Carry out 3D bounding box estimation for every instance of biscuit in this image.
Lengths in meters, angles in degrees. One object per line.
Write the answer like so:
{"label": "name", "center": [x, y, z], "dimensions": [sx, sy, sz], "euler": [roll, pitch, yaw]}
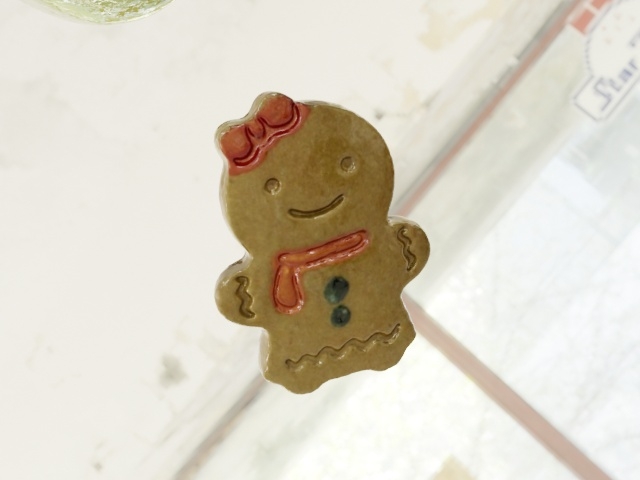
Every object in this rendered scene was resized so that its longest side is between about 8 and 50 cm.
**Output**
{"label": "biscuit", "center": [0.000, 0.000, 0.925], "dimensions": [0.166, 0.036, 0.225], "euler": [-13, -71, -16]}

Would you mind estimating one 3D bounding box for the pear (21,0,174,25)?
{"label": "pear", "center": [-0.357, -0.417, 1.727], "dimensions": [0.318, 0.342, 0.238], "euler": [-6, -63, -64]}
